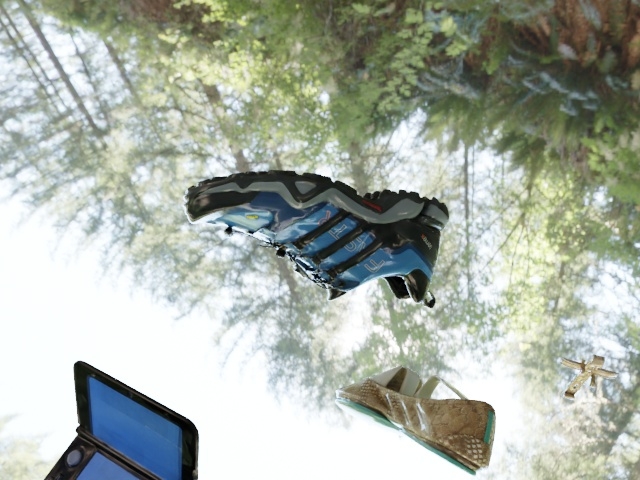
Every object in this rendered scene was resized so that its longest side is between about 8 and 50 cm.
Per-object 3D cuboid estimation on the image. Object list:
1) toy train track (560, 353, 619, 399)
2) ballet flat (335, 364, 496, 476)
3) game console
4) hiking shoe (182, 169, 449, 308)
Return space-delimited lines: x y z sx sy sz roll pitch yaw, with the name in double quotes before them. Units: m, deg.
"toy train track" 0.238 0.129 0.526 0.048 0.083 0.014 14 -126 11
"ballet flat" 0.089 0.158 0.548 0.206 0.073 0.067 3 -122 58
"game console" -0.150 0.162 0.403 0.122 0.071 0.107 19 -120 26
"hiking shoe" 0.000 0.000 0.636 0.304 0.113 0.131 7 -94 -12
